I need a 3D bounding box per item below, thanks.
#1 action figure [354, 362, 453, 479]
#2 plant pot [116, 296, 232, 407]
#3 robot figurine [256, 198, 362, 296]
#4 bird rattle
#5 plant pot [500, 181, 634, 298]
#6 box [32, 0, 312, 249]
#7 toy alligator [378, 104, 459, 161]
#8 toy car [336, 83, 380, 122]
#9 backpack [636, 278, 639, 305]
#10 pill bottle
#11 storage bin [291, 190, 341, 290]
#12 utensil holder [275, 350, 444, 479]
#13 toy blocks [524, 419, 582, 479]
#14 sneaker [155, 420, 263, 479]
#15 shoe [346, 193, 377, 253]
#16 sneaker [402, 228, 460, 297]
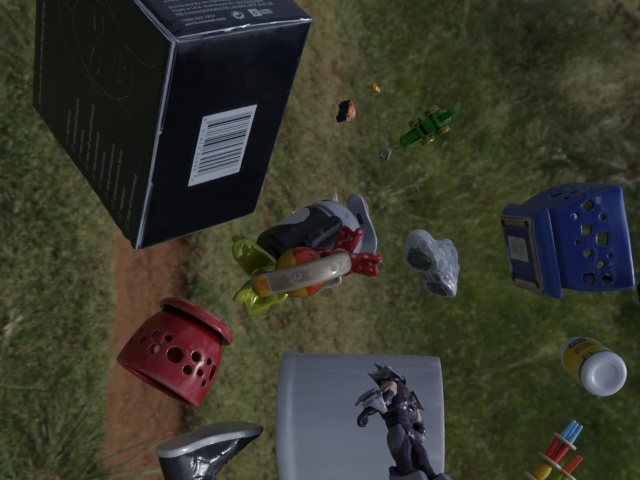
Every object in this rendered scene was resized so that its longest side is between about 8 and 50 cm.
[{"bbox_3d":[0.129,0.315,1.267,0.185,0.099,0.285,37,25,-37],"label":"action figure"},{"bbox_3d":[-0.288,0.219,1.607,0.191,0.191,0.174,45,64,-38],"label":"plant pot"},{"bbox_3d":[-0.036,0.018,1.813,0.278,0.209,0.173,-32,124,-24],"label":"robot figurine"},{"bbox_3d":[-0.022,0.055,1.293,0.207,0.254,0.143,-92,176,-84],"label":"bird rattle"},{"bbox_3d":[0.546,0.004,1.805,0.236,0.212,0.235,-155,-127,-78],"label":"plant pot"},{"bbox_3d":[-0.315,-0.331,1.520,0.297,0.479,0.471,-21,57,-37],"label":"box"},{"bbox_3d":[0.196,-0.214,1.566,0.056,0.190,0.051,58,31,-2],"label":"toy alligator"},{"bbox_3d":[0.092,-0.312,1.855,0.041,0.122,0.060,27,51,-42],"label":"toy car"},{"bbox_3d":[0.750,0.106,1.617,0.145,0.188,0.165,5,56,-31],"label":"backpack"},{"bbox_3d":[0.615,0.280,1.817,0.184,0.103,0.103,-110,178,-81],"label":"pill bottle"},{"bbox_3d":[0.000,0.000,2.471,0.262,0.123,0.260,-74,156,-77],"label":"storage bin"},{"bbox_3d":[0.100,0.432,1.942,0.327,0.386,0.327,-1,90,-85],"label":"utensil holder"},{"bbox_3d":[0.495,0.445,1.616,0.123,0.054,0.148,40,86,-35],"label":"toy blocks"},{"bbox_3d":[-0.247,0.509,1.824,0.296,0.105,0.146,-7,94,-48],"label":"sneaker"},{"bbox_3d":[0.116,-0.041,2.159,0.081,0.064,0.177,-14,89,-79],"label":"shoe"},{"bbox_3d":[0.259,0.030,1.824,0.232,0.090,0.115,55,51,-47],"label":"sneaker"}]
